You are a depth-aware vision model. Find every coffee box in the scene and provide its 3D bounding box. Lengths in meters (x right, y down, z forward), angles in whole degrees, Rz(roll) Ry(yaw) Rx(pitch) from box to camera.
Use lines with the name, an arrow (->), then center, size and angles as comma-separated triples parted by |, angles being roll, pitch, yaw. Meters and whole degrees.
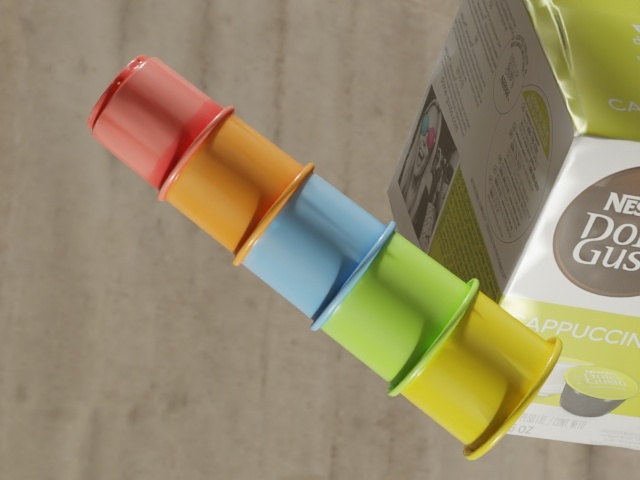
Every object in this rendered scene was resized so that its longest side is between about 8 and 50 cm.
coffee box -> 0.289, -0.043, 1.418 | 0.338, 0.338, 0.334 | -100, -157, -49

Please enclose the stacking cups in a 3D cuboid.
stacking cups -> 0.000, 0.000, 0.947 | 0.316, 0.096, 0.096 | 39, -61, -2
